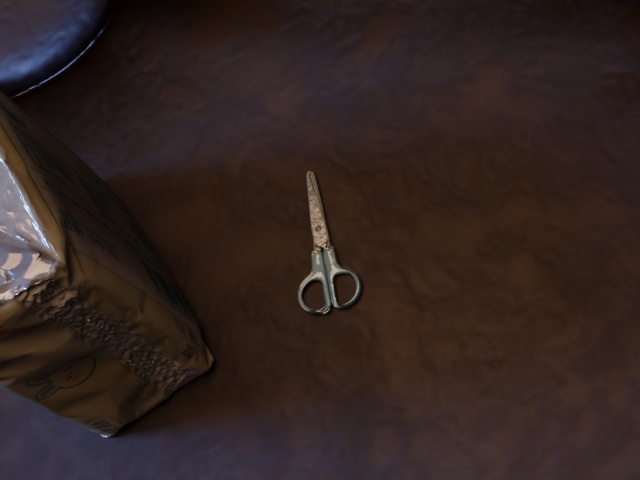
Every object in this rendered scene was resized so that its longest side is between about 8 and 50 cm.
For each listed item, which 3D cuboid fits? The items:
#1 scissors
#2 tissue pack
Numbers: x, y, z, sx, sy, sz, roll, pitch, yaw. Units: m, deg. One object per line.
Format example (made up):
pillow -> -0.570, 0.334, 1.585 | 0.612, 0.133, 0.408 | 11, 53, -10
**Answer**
scissors -> 0.000, 0.000, 0.928 | 0.036, 0.006, 0.083 | -16, 67, 13
tissue pack -> -0.150, 0.007, 0.867 | 0.092, 0.196, 0.148 | -35, 65, 3
